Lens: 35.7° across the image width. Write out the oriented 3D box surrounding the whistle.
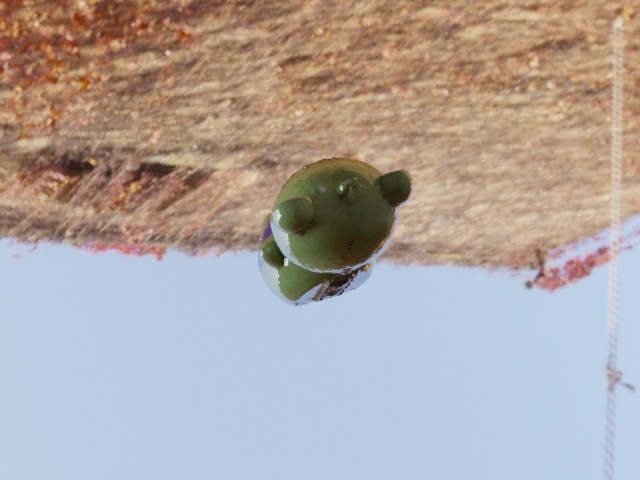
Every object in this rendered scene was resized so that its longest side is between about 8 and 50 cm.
[{"bbox_3d":[0.000,0.000,0.763,0.105,0.227,0.085,-15,-106,-17],"label":"whistle"}]
